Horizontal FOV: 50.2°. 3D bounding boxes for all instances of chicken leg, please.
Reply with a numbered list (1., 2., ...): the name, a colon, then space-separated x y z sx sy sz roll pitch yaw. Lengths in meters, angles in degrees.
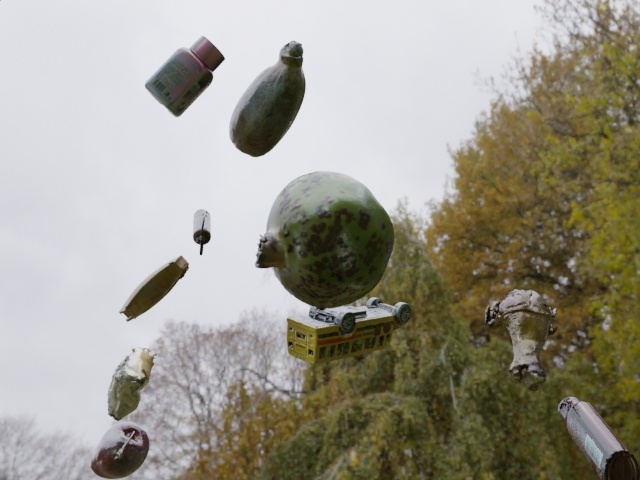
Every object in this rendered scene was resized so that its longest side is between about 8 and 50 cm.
1. chicken leg: 0.582 0.262 2.007 0.211 0.361 0.140 15 -54 18

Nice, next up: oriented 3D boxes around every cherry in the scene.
1. cherry: -0.457 0.483 1.507 0.148 0.188 0.115 -14 -77 9

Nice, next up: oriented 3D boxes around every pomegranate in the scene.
1. pomegranate: 0.000 0.000 1.257 0.270 0.254 0.254 -5 -29 -28

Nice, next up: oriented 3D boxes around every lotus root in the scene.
1. lotus root: -0.118 -0.354 1.759 0.158 0.140 0.322 -9 -37 -54

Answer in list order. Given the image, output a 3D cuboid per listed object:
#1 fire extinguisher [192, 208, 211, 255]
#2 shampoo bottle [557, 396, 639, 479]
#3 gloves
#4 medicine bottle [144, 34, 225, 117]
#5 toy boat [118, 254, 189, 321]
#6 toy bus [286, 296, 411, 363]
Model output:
1. fire extinguisher: -0.285 -0.034 1.643 0.045 0.157 0.078 3 -65 -10
2. shampoo bottle: 0.681 0.493 1.694 0.084 0.323 0.129 -9 -78 2
3. gloves: -0.390 0.292 1.391 0.070 0.114 0.153 20 -57 -5
4. medicine bottle: -0.321 -0.398 1.644 0.188 0.094 0.119 -47 -2 -2
5. toy boat: -0.404 0.116 1.660 0.064 0.206 0.072 48 -7 -9
6. toy bus: 0.076 0.215 1.667 0.335 0.123 0.121 -2 8 -43
